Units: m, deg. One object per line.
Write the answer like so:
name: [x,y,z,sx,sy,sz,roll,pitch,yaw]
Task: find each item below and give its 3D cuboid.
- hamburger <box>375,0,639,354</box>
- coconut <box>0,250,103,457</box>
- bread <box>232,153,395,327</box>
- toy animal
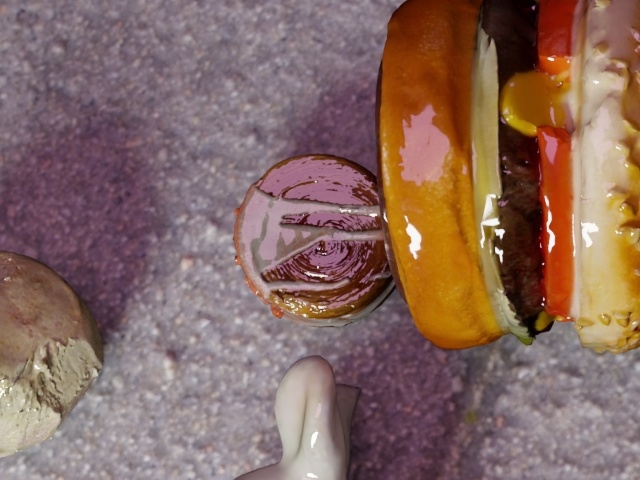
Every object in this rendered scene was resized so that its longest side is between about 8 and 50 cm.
hamburger: [0.191,-0.063,1.675,0.250,0.330,0.330,-5,74,15]
coconut: [-0.295,0.107,1.801,0.194,0.194,0.194,-3,75,10]
bread: [0.000,0.000,1.823,0.160,0.073,0.160,-2,78,10]
toy animal: [0.006,0.292,1.684,0.241,0.196,0.367,-11,75,0]
